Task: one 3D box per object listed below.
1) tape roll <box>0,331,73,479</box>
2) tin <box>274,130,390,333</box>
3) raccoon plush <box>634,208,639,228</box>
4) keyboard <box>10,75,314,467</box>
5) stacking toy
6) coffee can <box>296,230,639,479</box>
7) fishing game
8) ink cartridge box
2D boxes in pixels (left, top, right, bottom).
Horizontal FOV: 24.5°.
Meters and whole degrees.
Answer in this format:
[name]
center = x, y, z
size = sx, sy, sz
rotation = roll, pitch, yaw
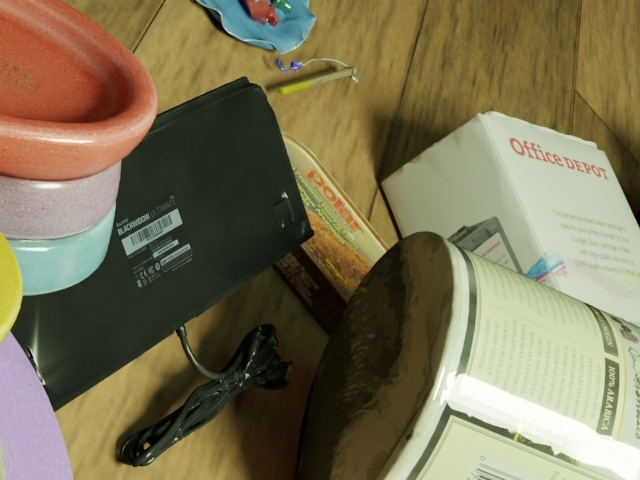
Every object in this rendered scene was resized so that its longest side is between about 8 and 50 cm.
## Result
[tape roll]
center = -0.237, 0.107, 0.629
size = 0.275, 0.090, 0.275
rotation = 36, 37, -32
[tin]
center = 0.000, 0.000, 1.133
size = 0.190, 0.040, 0.106
rotation = 52, 34, -9
[raccoon plush]
center = 0.460, 0.089, 1.657
size = 0.299, 0.216, 0.446
rotation = -11, 101, -73
[keyboard]
center = -0.099, 0.033, 0.896
size = 0.317, 0.033, 0.202
rotation = -34, 110, -51
[stacking toy]
center = -0.232, -0.025, 0.620
size = 0.279, 0.130, 0.309
rotation = 27, 30, 1
[coffee can]
center = 0.151, 0.136, 0.982
size = 0.275, 0.201, 0.201
rotation = 24, 40, -18
[fishing game]
center = -0.068, -0.243, 1.263
size = 0.264, 0.041, 0.189
rotation = 58, 30, 8
[ink cartridge box]
center = 0.208, 0.062, 1.281
size = 0.226, 0.131, 0.306
rotation = 11, 51, -51
